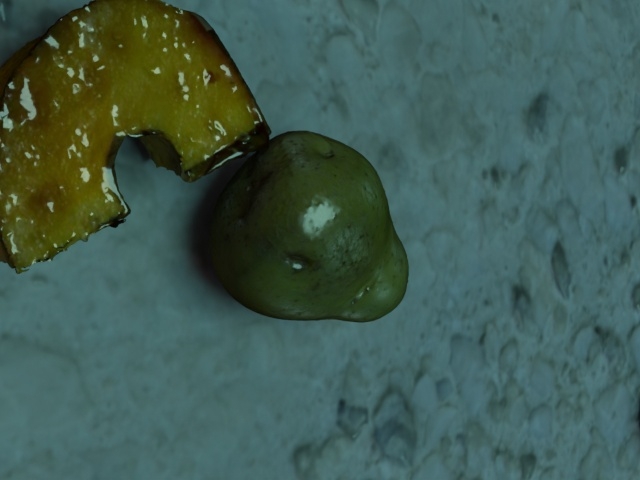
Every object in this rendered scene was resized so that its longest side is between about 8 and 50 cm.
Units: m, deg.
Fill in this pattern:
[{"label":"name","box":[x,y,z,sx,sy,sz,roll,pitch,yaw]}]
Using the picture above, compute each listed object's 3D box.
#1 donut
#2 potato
[{"label":"donut","box":[-0.159,-0.097,0.908,0.259,0.101,0.152,-30,112,-38]},{"label":"potato","box":[0.000,0.000,1.036,0.194,0.157,0.157,36,69,-38]}]
